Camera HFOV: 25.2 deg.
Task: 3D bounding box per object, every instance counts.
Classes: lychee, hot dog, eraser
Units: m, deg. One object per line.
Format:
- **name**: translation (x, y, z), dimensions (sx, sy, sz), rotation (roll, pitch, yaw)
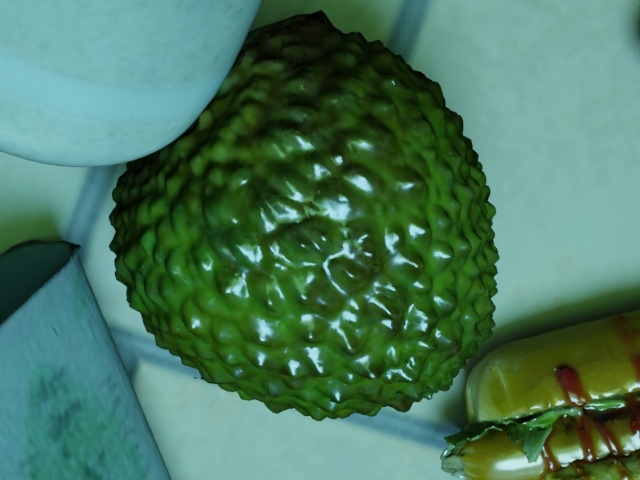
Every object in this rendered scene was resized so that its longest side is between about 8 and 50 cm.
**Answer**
- **lychee**: translation (0.000, 0.000, 0.579), dimensions (0.171, 0.171, 0.171), rotation (-2, 105, -9)
- **hot dog**: translation (0.178, 0.078, 0.671), dimensions (0.250, 0.076, 0.104), rotation (-12, 108, -8)
- **eraser**: translation (-0.118, 0.136, 0.593), dimensions (0.081, 0.174, 0.227), rotation (-11, 110, 28)

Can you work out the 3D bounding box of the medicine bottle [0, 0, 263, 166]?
- **medicine bottle**: translation (-0.185, -0.175, 0.439), dimensions (0.375, 0.282, 0.123), rotation (22, 130, -16)
